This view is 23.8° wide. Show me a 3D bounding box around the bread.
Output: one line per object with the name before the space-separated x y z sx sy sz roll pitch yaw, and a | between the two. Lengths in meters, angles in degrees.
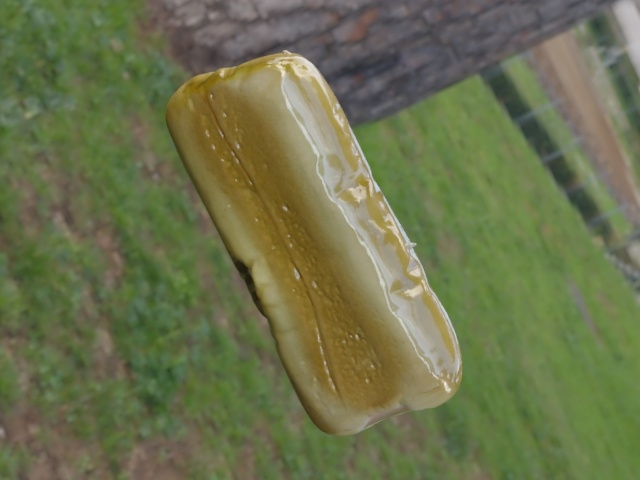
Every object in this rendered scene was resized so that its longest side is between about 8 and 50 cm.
bread | 0.000 0.000 1.157 0.305 0.142 0.091 64 25 -6
